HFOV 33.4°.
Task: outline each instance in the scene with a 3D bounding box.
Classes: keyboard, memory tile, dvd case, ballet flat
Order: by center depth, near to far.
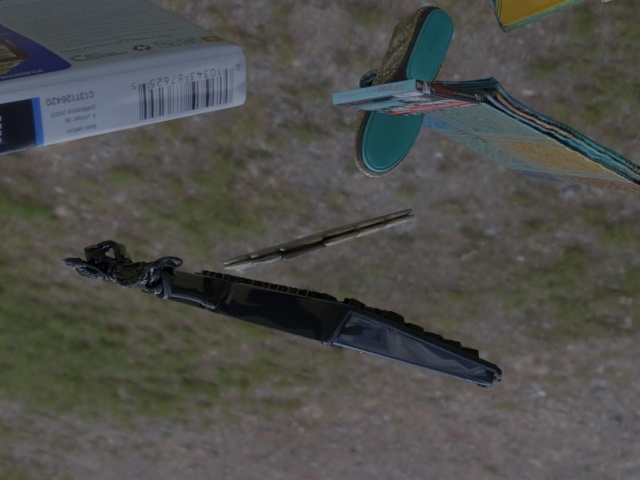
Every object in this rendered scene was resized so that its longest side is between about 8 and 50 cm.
[{"bbox_3d":[-0.046,0.038,0.679,0.202,0.033,0.317,18,174,-26],"label":"keyboard"},{"bbox_3d":[0.000,0.000,0.893,0.148,0.012,0.113,-16,-179,-44],"label":"memory tile"},{"bbox_3d":[0.080,-0.127,0.956,0.087,0.013,0.119,-4,179,38],"label":"dvd case"},{"bbox_3d":[0.079,-0.154,1.130,0.073,0.206,0.067,37,160,-27],"label":"ballet flat"}]

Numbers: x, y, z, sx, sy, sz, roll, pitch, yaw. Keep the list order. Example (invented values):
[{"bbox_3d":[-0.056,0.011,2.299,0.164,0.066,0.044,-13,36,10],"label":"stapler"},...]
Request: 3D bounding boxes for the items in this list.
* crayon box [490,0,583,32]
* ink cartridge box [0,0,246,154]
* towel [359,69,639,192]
[{"bbox_3d":[0.344,-0.407,1.421,0.278,0.165,0.081,-21,180,14],"label":"crayon box"},{"bbox_3d":[-0.275,-0.164,0.963,0.307,0.304,0.072,32,131,49],"label":"ink cartridge box"},{"bbox_3d":[0.262,-0.148,1.475,0.370,0.040,0.271,21,177,-36],"label":"towel"}]
